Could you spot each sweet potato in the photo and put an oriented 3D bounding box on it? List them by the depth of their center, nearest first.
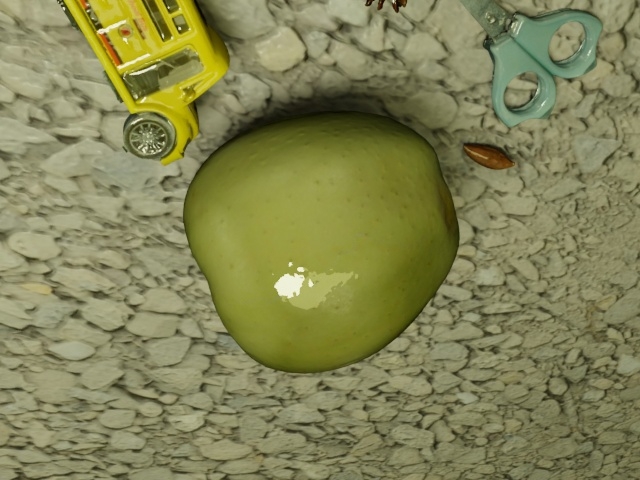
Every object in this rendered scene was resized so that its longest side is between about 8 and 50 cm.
[{"bbox_3d":[0.261,-0.132,1.063,0.095,0.034,0.034,19,121,-17],"label":"sweet potato"}]

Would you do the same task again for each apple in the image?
[{"bbox_3d":[0.000,0.000,0.896,0.358,0.357,0.357,-9,130,-10],"label":"apple"}]

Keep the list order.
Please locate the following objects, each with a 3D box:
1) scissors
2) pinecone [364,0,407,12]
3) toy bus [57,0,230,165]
[{"bbox_3d":[0.242,-0.296,0.926,0.360,0.029,0.191,29,111,-32],"label":"scissors"},{"bbox_3d":[0.068,-0.330,0.808,0.110,0.102,0.102,30,119,-3],"label":"pinecone"},{"bbox_3d":[-0.204,-0.251,0.749,0.152,0.144,0.330,-23,130,1],"label":"toy bus"}]
